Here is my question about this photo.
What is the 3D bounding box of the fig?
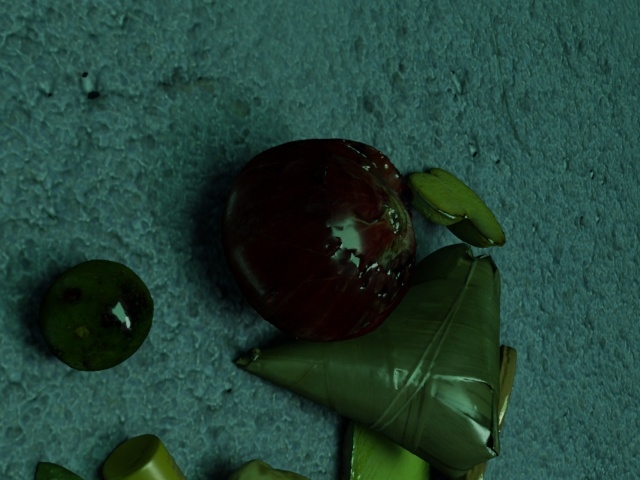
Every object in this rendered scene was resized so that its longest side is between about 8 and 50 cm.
[{"bbox_3d":[-0.249,0.076,1.247,0.156,0.123,0.123,-83,156,-76],"label":"fig"}]

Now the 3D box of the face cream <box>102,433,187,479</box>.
[{"bbox_3d":[-0.163,0.359,1.320,0.078,0.078,0.273,-48,120,-38],"label":"face cream"}]

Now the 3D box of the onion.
[{"bbox_3d":[0.000,0.000,1.411,0.276,0.276,0.276,5,83,-47],"label":"onion"}]

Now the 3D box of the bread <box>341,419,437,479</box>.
[{"bbox_3d":[0.102,0.333,1.640,0.228,0.033,0.229,2,87,-48],"label":"bread"}]

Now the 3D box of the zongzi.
[{"bbox_3d":[0.104,0.090,1.608,0.418,0.181,0.447,23,47,-14],"label":"zongzi"}]

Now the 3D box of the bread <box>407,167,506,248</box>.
[{"bbox_3d":[0.205,-0.040,1.716,0.149,0.065,0.188,-2,44,-52],"label":"bread"}]

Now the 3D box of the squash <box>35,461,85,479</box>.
[{"bbox_3d":[-0.219,0.398,1.236,0.203,0.111,0.289,11,77,-48],"label":"squash"}]

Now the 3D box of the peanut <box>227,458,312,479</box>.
[{"bbox_3d":[-0.028,0.405,1.421,0.147,0.147,0.306,-45,117,-39],"label":"peanut"}]

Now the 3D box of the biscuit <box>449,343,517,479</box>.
[{"bbox_3d":[0.248,0.302,1.710,0.202,0.044,0.289,-53,162,-78],"label":"biscuit"}]
